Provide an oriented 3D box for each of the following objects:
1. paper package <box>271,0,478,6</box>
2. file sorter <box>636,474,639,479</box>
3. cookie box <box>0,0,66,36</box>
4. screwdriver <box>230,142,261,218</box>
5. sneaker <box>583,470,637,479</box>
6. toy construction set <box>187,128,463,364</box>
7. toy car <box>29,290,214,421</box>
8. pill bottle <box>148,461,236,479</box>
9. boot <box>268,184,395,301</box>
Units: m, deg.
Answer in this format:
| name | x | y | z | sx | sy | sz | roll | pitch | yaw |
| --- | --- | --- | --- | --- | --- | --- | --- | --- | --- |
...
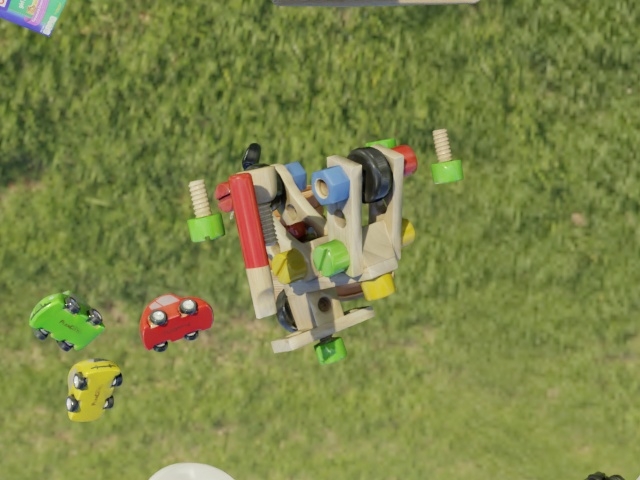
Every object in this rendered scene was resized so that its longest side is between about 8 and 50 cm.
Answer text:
| name | x | y | z | sx | sy | sz | roll | pitch | yaw |
| --- | --- | --- | --- | --- | --- | --- | --- | --- | --- |
| paper package | 0.058 | -0.475 | 1.502 | 0.309 | 0.325 | 0.168 | -4 | -160 | -15 |
| file sorter | 0.341 | 0.223 | 0.875 | 0.173 | 0.278 | 0.193 | 41 | 159 | 7 |
| cookie box | -0.387 | -0.330 | 1.514 | 0.107 | 0.040 | 0.092 | 20 | 121 | -26 |
| screwdriver | -0.110 | -0.082 | 1.621 | 0.025 | 0.170 | 0.024 | -6 | 128 | 22 |
| sneaker | 0.262 | 0.304 | 1.194 | 0.276 | 0.098 | 0.135 | -5 | 132 | -32 |
| toy construction set | -0.005 | 0.029 | 1.237 | 0.257 | 0.237 | 0.309 | -8 | -174 | 29 |
| toy car | -0.278 | 0.114 | 1.449 | 0.239 | 0.053 | 0.225 | -40 | 141 | 8 |
| pill bottle | -0.149 | 0.317 | 1.115 | 0.119 | 0.119 | 0.208 | 17 | 131 | -18 |
| boot | 0.000 | 0.000 | 1.515 | 0.197 | 0.152 | 0.073 | -5 | -160 | -7 |
